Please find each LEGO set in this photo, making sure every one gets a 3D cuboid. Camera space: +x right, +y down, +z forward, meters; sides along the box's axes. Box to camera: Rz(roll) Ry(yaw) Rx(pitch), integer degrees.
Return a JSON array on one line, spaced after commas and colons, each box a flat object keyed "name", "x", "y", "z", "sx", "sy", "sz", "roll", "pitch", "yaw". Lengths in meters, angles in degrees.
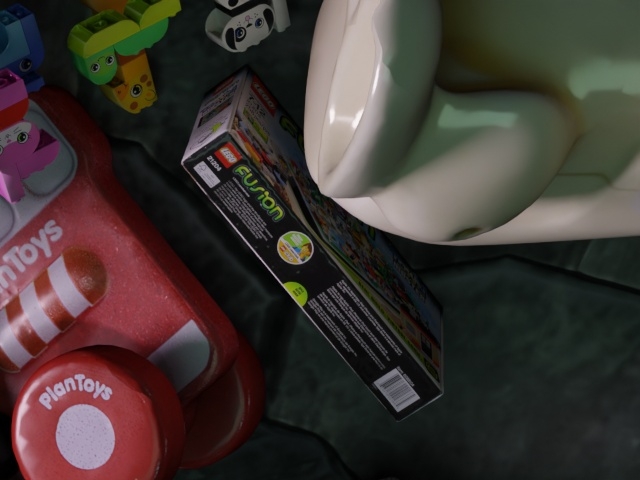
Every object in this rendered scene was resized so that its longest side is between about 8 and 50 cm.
[{"name": "LEGO set", "x": -0.124, "y": -0.098, "z": 1.038, "sx": 0.227, "sy": 0.087, "sz": 0.093, "roll": -31, "pitch": 131, "yaw": -23}]

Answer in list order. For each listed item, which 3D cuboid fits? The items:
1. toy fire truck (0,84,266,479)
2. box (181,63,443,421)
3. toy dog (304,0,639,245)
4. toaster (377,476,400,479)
[{"name": "toy fire truck", "x": -0.201, "y": 0.082, "z": 1.121, "sx": 0.302, "sy": 0.169, "sz": 0.254, "roll": -40, "pitch": 83, "yaw": 19}, {"name": "box", "x": 0.000, "y": 0.000, "z": 1.074, "sx": 0.036, "sy": 0.114, "sz": 0.207, "roll": -34, "pitch": 109, "yaw": 18}, {"name": "toy dog", "x": 0.205, "y": -0.084, "z": 0.923, "sx": 0.408, "sy": 0.284, "sz": 0.395, "roll": 7, "pitch": 144, "yaw": -5}, {"name": "toaster", "x": 0.037, "y": 0.251, "z": 1.151, "sx": 0.146, "sy": 0.227, "sz": 0.129, "roll": -43, "pitch": 107, "yaw": 3}]
